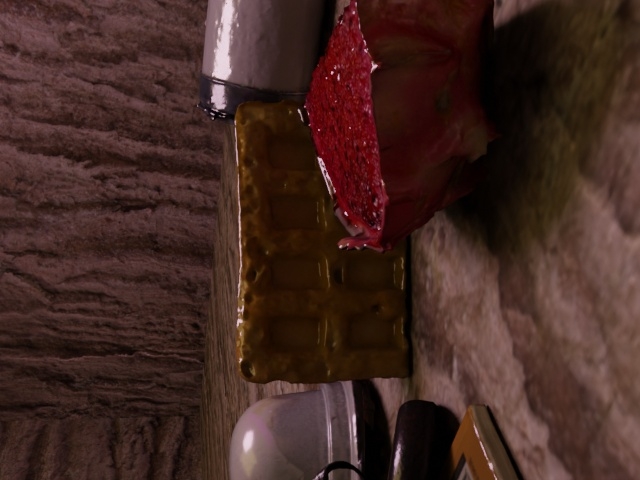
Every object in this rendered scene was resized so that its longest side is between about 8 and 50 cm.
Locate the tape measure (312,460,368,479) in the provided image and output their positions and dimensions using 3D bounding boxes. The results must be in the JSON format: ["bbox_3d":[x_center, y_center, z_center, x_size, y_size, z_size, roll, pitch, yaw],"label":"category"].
[{"bbox_3d":[0.083,0.159,0.310,0.107,0.179,0.104,108,175,-50],"label":"tape measure"}]

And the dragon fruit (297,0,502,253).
[{"bbox_3d":[0.067,-0.073,0.514,0.274,0.126,0.161,155,107,-80],"label":"dragon fruit"}]

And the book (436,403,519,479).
[{"bbox_3d":[0.105,0.297,0.489,0.208,0.020,0.296,-106,22,-52],"label":"book"}]

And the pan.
[{"bbox_3d":[0.069,0.212,0.511,0.212,0.040,0.115,-82,-3,-61],"label":"pan"}]

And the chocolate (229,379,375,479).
[{"bbox_3d":[-0.028,0.237,0.759,0.221,0.147,0.221,-171,90,-87],"label":"chocolate"}]

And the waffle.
[{"bbox_3d":[0.000,0.000,0.661,0.057,0.167,0.274,137,132,-79],"label":"waffle"}]

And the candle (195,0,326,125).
[{"bbox_3d":[-0.086,-0.340,1.017,0.187,0.187,0.330,-119,34,-64],"label":"candle"}]
